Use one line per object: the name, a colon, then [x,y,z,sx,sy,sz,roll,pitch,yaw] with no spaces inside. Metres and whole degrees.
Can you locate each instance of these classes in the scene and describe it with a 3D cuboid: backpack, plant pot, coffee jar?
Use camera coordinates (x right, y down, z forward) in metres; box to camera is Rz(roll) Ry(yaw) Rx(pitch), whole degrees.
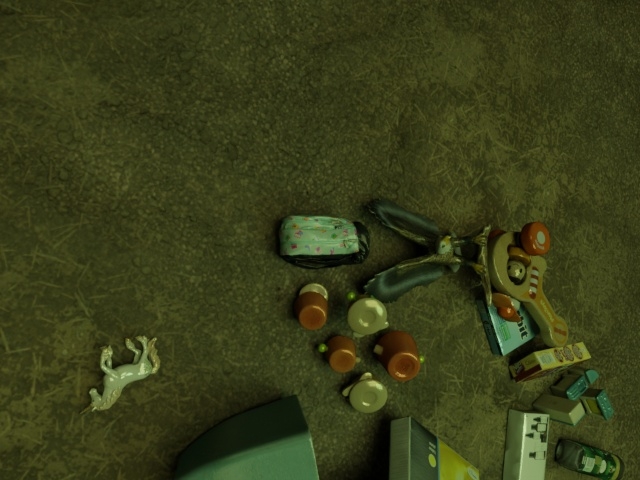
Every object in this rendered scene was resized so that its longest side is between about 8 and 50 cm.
backpack: [0.000,0.000,1.178,0.182,0.152,0.115,1,81,-15]
plant pot: [-0.133,0.461,1.021,0.252,0.248,0.247,-9,91,-8]
coffee jar: [0.756,0.616,1.537,0.184,0.096,0.079,24,79,-24]

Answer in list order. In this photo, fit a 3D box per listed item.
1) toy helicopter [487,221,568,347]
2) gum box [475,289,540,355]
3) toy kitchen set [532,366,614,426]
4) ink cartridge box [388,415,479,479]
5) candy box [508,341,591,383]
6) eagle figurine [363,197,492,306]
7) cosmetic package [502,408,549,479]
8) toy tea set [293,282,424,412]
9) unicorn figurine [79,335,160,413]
toy helicopter: [0.522,0.142,1.384,0.355,0.140,0.235,53,56,-15]
gum box: [0.515,0.198,1.472,0.184,0.041,0.156,-22,95,-26]
toy kitchen set: [0.723,0.468,1.514,0.207,0.122,0.166,-32,101,-25]
ink cartridge box: [0.255,0.591,1.196,0.303,0.072,0.307,44,34,-29]
candy box: [0.614,0.326,1.471,0.187,0.109,0.053,-6,61,-27]
eagle figurine: [0.247,0.023,1.293,0.298,0.225,0.226,1,41,2]
cosmetic package: [0.541,0.572,1.450,0.099,0.060,0.239,11,82,-25]
toy tea set: [0.083,0.214,1.234,0.200,0.124,0.336,-33,107,5]
unicorn figurine: [-0.368,0.242,1.009,0.162,0.060,0.111,-15,93,-27]
